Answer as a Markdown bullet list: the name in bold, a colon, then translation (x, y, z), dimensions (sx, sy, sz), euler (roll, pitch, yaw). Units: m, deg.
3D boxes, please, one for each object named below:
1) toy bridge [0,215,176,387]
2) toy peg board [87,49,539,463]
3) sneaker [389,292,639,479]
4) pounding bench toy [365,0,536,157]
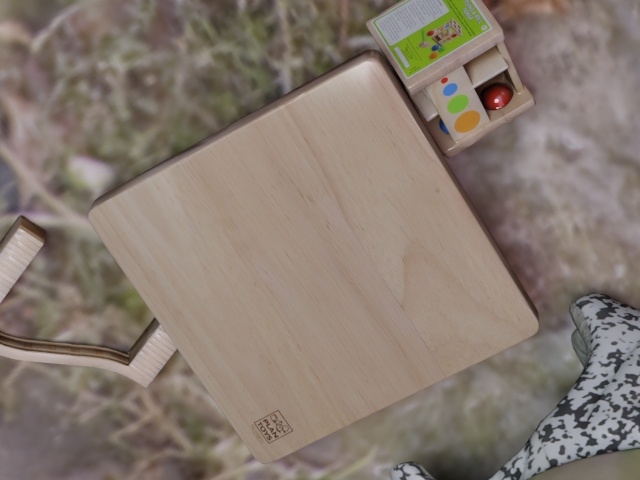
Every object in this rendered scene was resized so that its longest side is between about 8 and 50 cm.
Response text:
- **toy bridge**: translation (-0.160, 0.018, 0.880), dimensions (0.188, 0.026, 0.063), euler (35, 99, -17)
- **toy peg board**: translation (0.000, 0.000, 0.887), dimensions (0.161, 0.079, 0.161), euler (-28, 109, 16)
- **sneaker**: translation (0.092, 0.191, 0.874), dimensions (0.410, 0.182, 0.158), euler (-49, 151, -20)
- **pounding bench toy**: translation (0.059, -0.093, 0.875), dimensions (0.052, 0.083, 0.065), euler (-31, 140, 3)
